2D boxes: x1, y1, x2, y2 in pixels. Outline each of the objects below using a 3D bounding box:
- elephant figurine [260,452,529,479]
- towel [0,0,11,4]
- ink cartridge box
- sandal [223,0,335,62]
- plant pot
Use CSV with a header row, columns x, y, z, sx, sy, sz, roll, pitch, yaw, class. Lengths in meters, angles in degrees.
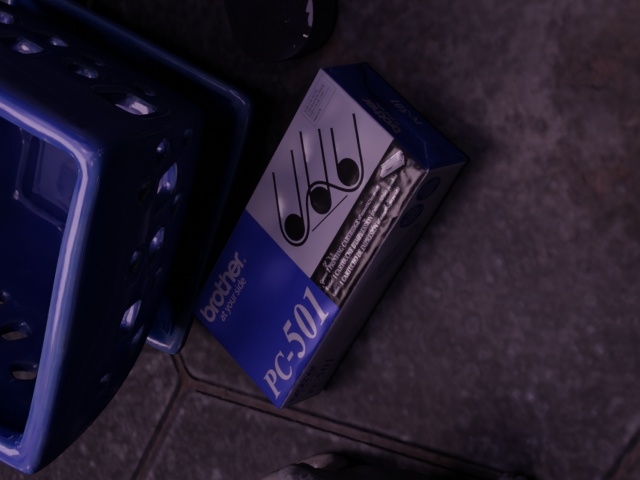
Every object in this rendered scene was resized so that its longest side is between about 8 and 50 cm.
x,y,z,sx,sy,sz,roll,pitch,yaw,class
-0.016,0.209,0.950,0.239,0.186,0.169,-25,47,66,elephant figurine
-0.321,-0.156,1.024,0.121,0.283,0.235,43,125,38,towel
0.000,0.000,0.942,0.097,0.046,0.207,46,126,23,ink cartridge box
-0.059,-0.234,0.925,0.097,0.054,0.255,-25,85,41,sandal
-0.187,-0.032,0.966,0.236,0.212,0.236,29,119,20,plant pot
